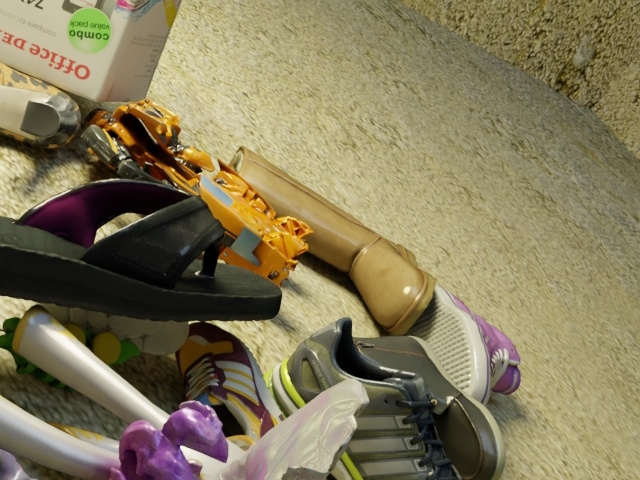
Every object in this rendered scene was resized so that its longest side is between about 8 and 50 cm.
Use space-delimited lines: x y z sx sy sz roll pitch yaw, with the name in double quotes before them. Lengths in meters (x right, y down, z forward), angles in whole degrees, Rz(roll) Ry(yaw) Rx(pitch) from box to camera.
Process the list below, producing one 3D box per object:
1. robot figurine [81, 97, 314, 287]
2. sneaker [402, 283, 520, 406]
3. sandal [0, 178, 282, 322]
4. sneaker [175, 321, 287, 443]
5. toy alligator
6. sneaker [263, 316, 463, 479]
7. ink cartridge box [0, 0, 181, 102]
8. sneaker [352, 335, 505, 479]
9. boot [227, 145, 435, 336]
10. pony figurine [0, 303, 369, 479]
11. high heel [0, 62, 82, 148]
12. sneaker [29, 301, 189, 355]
"robot figurine" -0.143 -0.063 1.561 0.291 0.085 0.211 40 10 -5
"sneaker" 0.194 0.151 1.647 0.161 0.102 0.282 34 17 -18
"sandal" -0.174 -0.001 1.150 0.167 0.107 0.446 19 4 36
"sneaker" -0.094 0.138 1.243 0.084 0.069 0.185 20 24 -51
"toy alligator" -0.231 0.096 1.142 0.189 0.056 0.051 17 68 -42
"sneaker" 0.076 0.198 1.315 0.300 0.121 0.111 41 20 10
"ink cartridge box" -0.271 -0.318 1.584 0.198 0.270 0.197 23 9 5
"sneaker" 0.100 0.186 1.471 0.118 0.083 0.222 8 29 -38
"boot" 0.000 0.000 1.698 0.269 0.089 0.236 33 8 -14
"pony figurine" -0.090 0.183 0.924 0.363 0.303 0.351 22 11 4
"high heel" -0.386 -0.170 1.469 0.261 0.093 0.186 26 2 -4
"sneaker" -0.201 0.077 1.250 0.158 0.061 0.065 14 -2 -36
